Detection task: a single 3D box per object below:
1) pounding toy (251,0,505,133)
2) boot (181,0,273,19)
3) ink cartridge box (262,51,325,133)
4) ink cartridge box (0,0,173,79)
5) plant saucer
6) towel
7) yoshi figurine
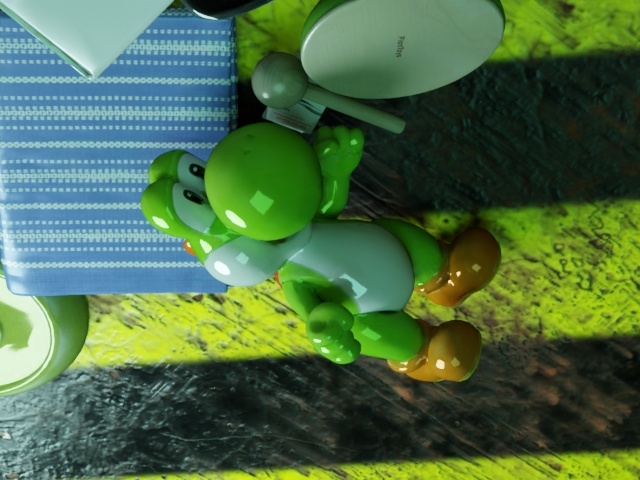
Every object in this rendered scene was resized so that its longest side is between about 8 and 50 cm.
[{"bbox_3d":[0.053,-0.207,1.550,0.183,0.110,0.237,7,151,-30],"label":"pounding toy"},{"bbox_3d":[0.052,-0.284,1.401,0.338,0.223,0.118,-30,104,22],"label":"boot"},{"bbox_3d":[-0.020,-0.135,1.653,0.048,0.028,0.083,20,126,-14],"label":"ink cartridge box"},{"bbox_3d":[-0.078,-0.341,1.220,0.166,0.395,0.285,40,135,-13],"label":"ink cartridge box"},{"bbox_3d":[-0.370,0.086,1.835,0.241,0.037,0.241,2,128,2],"label":"plant saucer"},{"bbox_3d":[-0.200,-0.082,1.686,0.243,0.040,0.336,-1,126,-5],"label":"towel"},{"bbox_3d":[0.012,0.000,1.642,0.362,0.203,0.203,24,107,-22],"label":"yoshi figurine"}]
